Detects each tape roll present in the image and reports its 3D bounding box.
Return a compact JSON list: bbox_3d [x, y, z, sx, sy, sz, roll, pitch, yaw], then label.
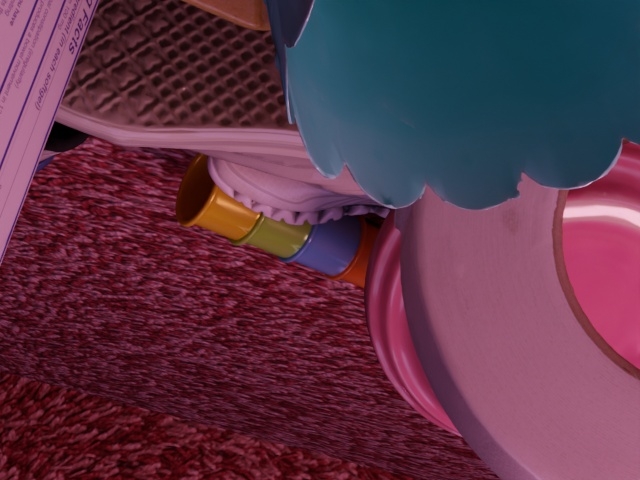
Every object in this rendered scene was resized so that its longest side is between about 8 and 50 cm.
[{"bbox_3d":[0.243,0.011,1.011,0.392,0.392,0.072,16,163,1],"label":"tape roll"}]

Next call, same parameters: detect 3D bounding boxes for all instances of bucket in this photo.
[{"bbox_3d":[0.089,-0.161,0.782,0.281,0.183,0.281,-11,150,-7],"label":"bucket"}]

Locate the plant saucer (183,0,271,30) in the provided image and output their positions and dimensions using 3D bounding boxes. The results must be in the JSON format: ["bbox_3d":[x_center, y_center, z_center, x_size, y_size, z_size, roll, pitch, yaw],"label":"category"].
[{"bbox_3d":[-0.119,-0.276,0.976,0.332,0.081,0.333,22,162,-15],"label":"plant saucer"}]

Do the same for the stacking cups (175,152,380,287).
[{"bbox_3d":[0.000,0.000,1.682,0.316,0.096,0.096,25,161,-25],"label":"stacking cups"}]

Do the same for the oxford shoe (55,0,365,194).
[{"bbox_3d":[-0.086,-0.132,1.259,0.449,0.169,0.130,12,164,-2],"label":"oxford shoe"}]

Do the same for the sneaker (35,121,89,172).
[{"bbox_3d":[-0.343,-0.159,1.497,0.315,0.127,0.182,22,159,-39],"label":"sneaker"}]

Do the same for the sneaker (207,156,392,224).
[{"bbox_3d":[0.042,-0.071,1.440,0.292,0.110,0.118,9,155,-4],"label":"sneaker"}]

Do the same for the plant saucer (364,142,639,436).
[{"bbox_3d":[0.206,0.055,1.337,0.332,0.332,0.084,22,-156,-18],"label":"plant saucer"}]

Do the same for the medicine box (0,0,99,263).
[{"bbox_3d":[-0.284,-0.141,0.968,0.149,0.264,0.289,11,161,20],"label":"medicine box"}]
